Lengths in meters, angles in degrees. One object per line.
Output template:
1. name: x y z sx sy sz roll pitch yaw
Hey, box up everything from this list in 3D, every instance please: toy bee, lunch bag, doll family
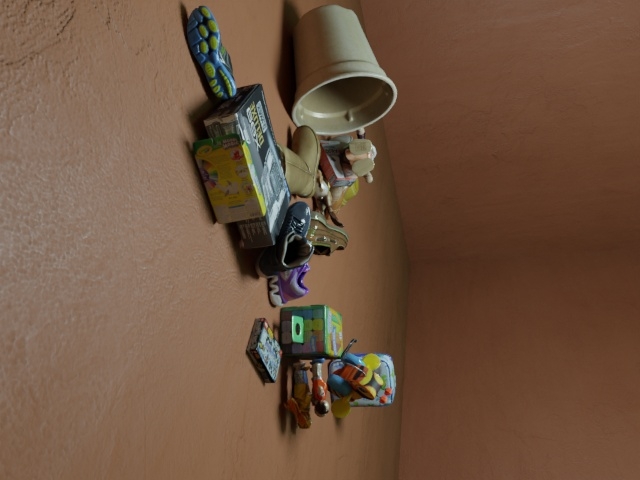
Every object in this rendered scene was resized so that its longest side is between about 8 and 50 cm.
1. toy bee: 0.099 0.388 1.434 0.195 0.162 0.298 -54 170 -8
2. lunch bag: 0.143 0.469 1.830 0.090 0.218 0.176 -24 108 -74
3. doll family: -0.041 0.421 1.455 0.263 0.118 0.163 93 -8 -70

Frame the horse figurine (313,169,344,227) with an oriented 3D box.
1. horse figurine: 0.003 -0.161 1.793 0.174 0.066 0.263 -98 166 -61

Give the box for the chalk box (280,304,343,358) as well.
1. chalk box: -0.028 0.250 1.464 0.213 0.131 0.133 43 44 -67

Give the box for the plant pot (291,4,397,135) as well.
1. plant pot: 0.046 -0.553 1.716 0.334 0.333 0.306 40 36 -68

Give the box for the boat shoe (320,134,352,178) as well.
1. boat shoe: 0.064 -0.317 2.021 0.255 0.095 0.079 -66 152 -51

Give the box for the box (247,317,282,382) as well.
1. box: -0.131 0.264 1.291 0.094 0.027 0.137 -79 157 -46

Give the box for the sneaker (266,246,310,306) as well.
1. sneaker: -0.079 0.050 1.404 0.095 0.104 0.237 5 80 -72

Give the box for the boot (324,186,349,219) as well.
1. boot: 0.067 -0.175 1.954 0.197 0.072 0.152 -47 158 -46

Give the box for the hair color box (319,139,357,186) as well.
1. hair color box: 0.051 -0.265 1.858 0.093 0.053 0.167 -5 60 -37

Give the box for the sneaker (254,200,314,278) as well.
1. sneaker: -0.056 -0.016 1.292 0.086 0.163 0.226 35 63 -17

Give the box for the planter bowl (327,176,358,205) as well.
1. planter bowl: 0.097 -0.233 2.125 0.217 0.090 0.217 -5 90 -74

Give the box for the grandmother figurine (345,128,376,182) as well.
1. grandmother figurine: 0.148 -0.310 1.924 0.342 0.103 0.208 -55 146 -80

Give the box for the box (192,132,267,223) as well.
1. box: -0.184 -0.127 1.093 0.043 0.105 0.179 -82 160 -60

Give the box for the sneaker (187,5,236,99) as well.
1. sneaker: -0.227 -0.390 1.127 0.078 0.067 0.188 -107 179 -57

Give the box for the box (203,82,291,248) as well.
1. box: -0.155 -0.174 1.230 0.242 0.076 0.308 -77 157 -60

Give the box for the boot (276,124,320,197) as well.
1. boot: -0.078 -0.239 1.529 0.269 0.089 0.236 8 77 -72

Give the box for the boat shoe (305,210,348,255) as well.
1. boat shoe: 0.000 0.000 1.713 0.307 0.110 0.105 29 61 -59
